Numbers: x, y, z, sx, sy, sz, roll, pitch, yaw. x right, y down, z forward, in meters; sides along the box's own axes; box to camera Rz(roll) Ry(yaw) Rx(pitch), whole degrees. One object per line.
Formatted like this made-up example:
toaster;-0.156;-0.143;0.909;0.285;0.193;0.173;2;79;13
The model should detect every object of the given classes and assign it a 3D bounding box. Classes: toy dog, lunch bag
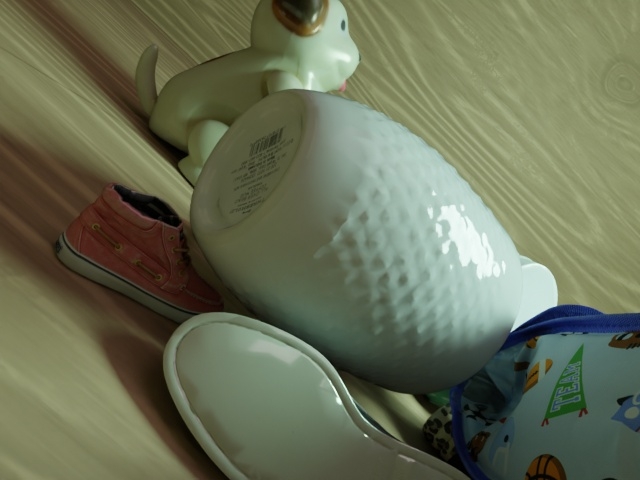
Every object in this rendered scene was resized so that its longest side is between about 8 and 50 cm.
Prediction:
toy dog;-0.105;-0.296;0.886;0.395;0.408;0.284;45;11;2
lunch bag;0.318;0.230;0.416;0.328;0.239;0.385;39;-12;5

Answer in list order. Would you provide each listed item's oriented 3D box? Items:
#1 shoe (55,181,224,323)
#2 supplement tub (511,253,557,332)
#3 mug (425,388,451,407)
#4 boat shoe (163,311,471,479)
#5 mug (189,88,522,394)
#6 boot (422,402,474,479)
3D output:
shoe;-0.146;0.018;0.438;0.178;0.081;0.063;36;14;-37
supplement tub;0.190;0.083;0.783;0.241;0.241;0.331;36;-5;-37
mug;0.243;0.266;0.859;0.129;0.097;0.158;35;-21;-36
boat shoe;-0.003;0.181;0.400;0.319;0.116;0.099;37;-28;-8
mug;0.000;0.000;0.557;0.374;0.276;0.328;-1;-27;45
boot;0.323;0.373;0.687;0.377;0.138;0.284;18;28;-48
